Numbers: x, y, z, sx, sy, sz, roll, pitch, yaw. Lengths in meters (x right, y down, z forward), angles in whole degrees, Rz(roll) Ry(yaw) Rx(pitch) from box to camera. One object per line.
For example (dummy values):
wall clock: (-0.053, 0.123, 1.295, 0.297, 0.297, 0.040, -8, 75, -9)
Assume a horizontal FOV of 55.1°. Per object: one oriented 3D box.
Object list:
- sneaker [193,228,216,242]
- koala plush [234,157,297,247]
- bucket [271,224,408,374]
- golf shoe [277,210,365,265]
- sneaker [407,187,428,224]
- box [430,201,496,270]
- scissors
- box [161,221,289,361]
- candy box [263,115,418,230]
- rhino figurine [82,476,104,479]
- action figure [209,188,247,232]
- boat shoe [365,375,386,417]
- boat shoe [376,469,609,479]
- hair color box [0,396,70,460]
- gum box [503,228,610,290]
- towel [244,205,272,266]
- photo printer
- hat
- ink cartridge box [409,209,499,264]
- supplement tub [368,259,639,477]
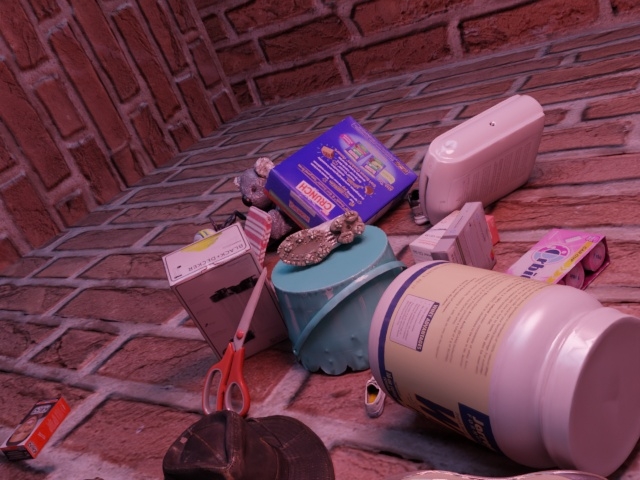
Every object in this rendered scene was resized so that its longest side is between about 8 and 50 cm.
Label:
sneaker: (-0.333, 0.036, 1.805, 0.126, 0.091, 0.240, -39, 29, -30)
koala plush: (-0.151, -0.116, 1.749, 0.203, 0.221, 0.196, -37, 3, -37)
bucket: (0.046, 0.106, 1.207, 0.281, 0.183, 0.281, -19, 24, 9)
golf shoe: (0.000, 0.000, 1.189, 0.176, 0.069, 0.086, -22, 3, -7)
sneaker: (0.264, -0.110, 1.602, 0.063, 0.075, 0.170, -14, 25, 20)
box: (0.285, 0.032, 1.200, 0.038, 0.145, 0.186, 0, 33, 39)
scissors: (-0.165, 0.193, 1.164, 0.108, 0.297, 0.021, 4, -6, 31)
box: (-0.178, 0.118, 1.238, 0.169, 0.290, 0.087, -26, 45, -5)
candy box: (0.055, -0.150, 1.641, 0.317, 0.268, 0.122, -38, -15, -32)
rhino figurine: (-0.383, 0.456, 0.992, 0.106, 0.073, 0.243, -27, 22, -16)
action figure: (-0.214, -0.106, 1.940, 0.275, 0.141, 0.164, -29, 13, -10)
boat shoe: (0.093, 0.252, 1.042, 0.035, 0.035, 0.100, -12, 26, 23)
boat shoe: (0.162, 0.342, 0.677, 0.355, 0.132, 0.130, -15, 25, 20)
hair color box: (-0.618, 0.408, 1.335, 0.071, 0.043, 0.141, -13, 26, 19)
gum box: (0.428, 0.056, 1.124, 0.188, 0.062, 0.107, -35, 26, -26)
towel: (-0.174, 0.014, 1.617, 0.029, 0.197, 0.144, 8, 10, -28)
photo printer: (0.365, -0.173, 1.439, 0.307, 0.256, 0.107, -30, 56, -14)
hat: (-0.146, 0.347, 0.938, 0.331, 0.134, 0.331, -19, 23, 8)
ink cartridge box: (0.279, 0.014, 1.337, 0.198, 0.067, 0.115, -35, 26, -26)
supplement tub: (0.250, 0.163, 0.845, 0.235, 0.236, 0.324, -36, 27, -27)
